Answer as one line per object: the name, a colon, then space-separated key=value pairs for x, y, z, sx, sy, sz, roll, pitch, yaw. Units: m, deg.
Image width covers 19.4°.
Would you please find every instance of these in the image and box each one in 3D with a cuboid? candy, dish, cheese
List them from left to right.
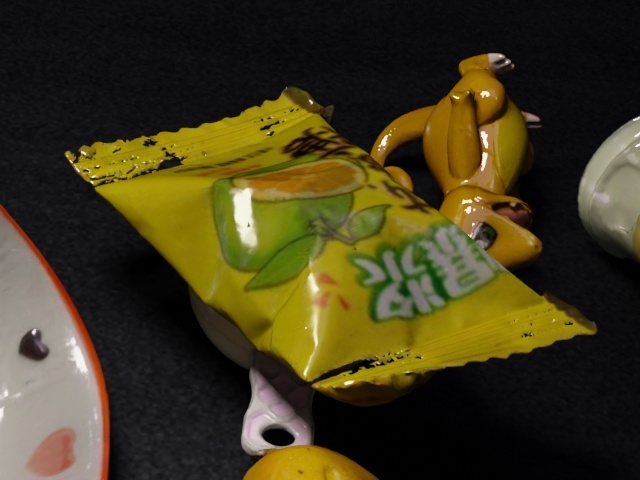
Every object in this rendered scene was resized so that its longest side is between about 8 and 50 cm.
dish: x=-0.225 y=0.064 z=0.988 sx=0.117 sy=0.256 sz=0.256 roll=-31 pitch=43 yaw=13
cheese: x=-0.019 y=0.050 z=1.153 sx=0.137 sy=0.064 sz=0.227 roll=8 pitch=42 yaw=-2
candy: x=0.000 y=0.000 z=1.110 sx=0.187 sy=0.081 sz=0.297 roll=-18 pitch=39 yaw=-32

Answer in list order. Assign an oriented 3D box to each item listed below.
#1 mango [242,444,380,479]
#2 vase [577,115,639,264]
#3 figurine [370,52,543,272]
mango: x=0.019 y=0.180 z=1.015 sx=0.101 sy=0.066 sz=0.187 roll=-22 pitch=56 yaw=-43
vase: x=0.266 y=0.051 z=1.151 sx=0.173 sy=0.173 sz=0.321 roll=0 pitch=38 yaw=-14
figurine: x=0.087 y=-0.034 z=1.267 sx=0.122 sy=0.121 sz=0.176 roll=-12 pitch=49 yaw=16
